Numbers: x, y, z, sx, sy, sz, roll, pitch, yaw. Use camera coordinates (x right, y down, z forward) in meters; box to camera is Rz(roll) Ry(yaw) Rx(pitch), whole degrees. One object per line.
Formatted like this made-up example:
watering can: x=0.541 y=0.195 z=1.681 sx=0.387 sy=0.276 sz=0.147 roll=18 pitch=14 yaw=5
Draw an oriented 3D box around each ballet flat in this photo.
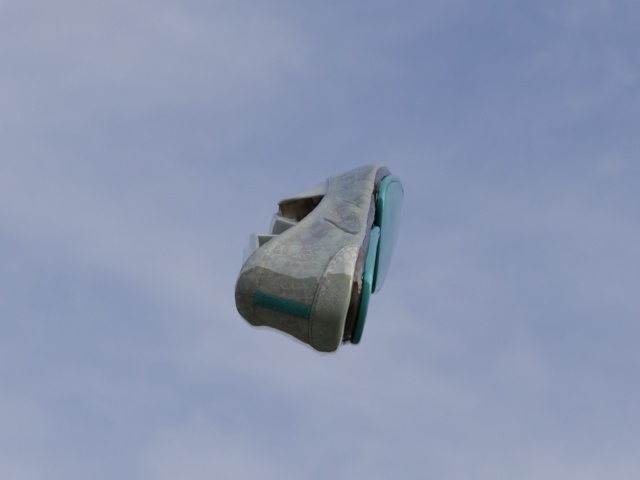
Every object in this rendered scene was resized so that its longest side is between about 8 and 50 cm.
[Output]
ballet flat: x=0.000 y=0.000 z=0.730 sx=0.052 sy=0.168 sz=0.057 roll=10 pitch=-79 yaw=5
